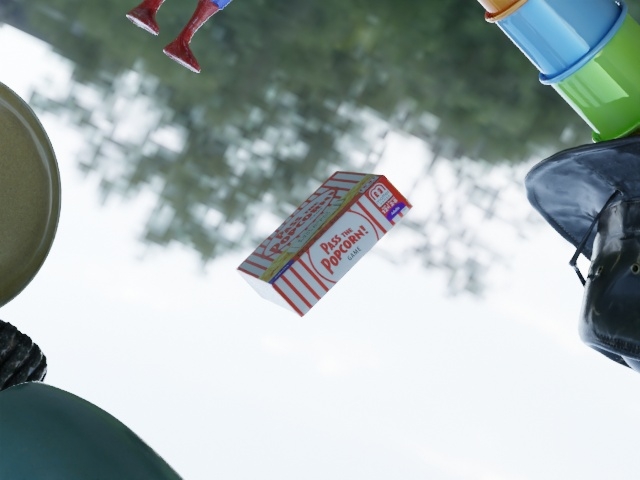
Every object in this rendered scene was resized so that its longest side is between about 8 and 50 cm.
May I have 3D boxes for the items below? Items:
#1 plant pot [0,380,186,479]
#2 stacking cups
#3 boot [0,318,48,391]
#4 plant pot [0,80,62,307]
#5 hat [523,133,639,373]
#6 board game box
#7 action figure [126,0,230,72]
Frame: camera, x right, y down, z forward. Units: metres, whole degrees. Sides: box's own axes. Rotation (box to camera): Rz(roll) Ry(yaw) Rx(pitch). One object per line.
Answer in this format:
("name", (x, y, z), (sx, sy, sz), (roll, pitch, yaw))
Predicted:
("plant pot", (-0.219, 0.250, 1.360), (0.235, 0.293, 0.293), (53, -161, 8))
("stacking cups", (0.176, -0.167, 1.316), (0.316, 0.096, 0.096), (45, -171, -16))
("boot", (-0.410, 0.158, 1.622), (0.131, 0.260, 0.348), (-15, 145, 38))
("plant pot", (-0.341, -0.043, 1.660), (0.236, 0.236, 0.032), (30, -170, 12))
("hat", (0.280, 0.048, 1.357), (0.331, 0.134, 0.331), (23, 162, 8))
("board game box", (0.000, 0.000, 1.730), (0.045, 0.147, 0.193), (47, 173, -11))
("action figure", (-0.025, -0.262, 1.522), (0.139, 0.280, 0.091), (31, 173, 46))
